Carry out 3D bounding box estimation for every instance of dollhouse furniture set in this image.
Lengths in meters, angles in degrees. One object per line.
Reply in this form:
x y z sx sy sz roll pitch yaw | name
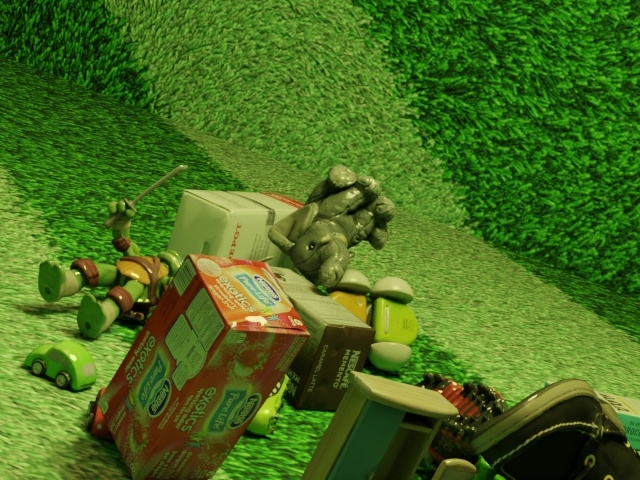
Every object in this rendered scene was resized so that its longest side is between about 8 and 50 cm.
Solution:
0.149 0.316 1.495 0.286 0.198 0.303 18 15 -39 | dollhouse furniture set

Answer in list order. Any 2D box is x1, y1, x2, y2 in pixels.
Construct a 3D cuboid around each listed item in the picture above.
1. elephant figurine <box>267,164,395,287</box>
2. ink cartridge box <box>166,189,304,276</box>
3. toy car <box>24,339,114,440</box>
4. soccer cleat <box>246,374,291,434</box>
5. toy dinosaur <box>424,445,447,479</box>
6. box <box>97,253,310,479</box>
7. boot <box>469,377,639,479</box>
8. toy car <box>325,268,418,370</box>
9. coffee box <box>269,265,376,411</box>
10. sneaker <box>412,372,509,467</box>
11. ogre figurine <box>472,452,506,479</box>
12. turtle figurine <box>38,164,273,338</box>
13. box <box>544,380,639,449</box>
0.000 0.000 2.307 0.169 0.186 0.239 31 55 13 | elephant figurine
-0.139 0.023 2.431 0.114 0.197 0.273 24 13 30 | ink cartridge box
-0.288 0.180 1.857 0.225 0.053 0.239 23 13 20 | toy car
-0.086 0.218 1.976 0.072 0.060 0.179 17 15 2 | soccer cleat
0.153 0.292 1.967 0.047 0.090 0.082 -2 64 -50 | toy dinosaur
-0.141 0.153 1.660 0.123 0.257 0.128 8 37 -40 | box
0.323 0.317 1.609 0.284 0.138 0.377 62 14 24 | boot
0.071 0.144 2.399 0.182 0.159 0.136 11 -25 -19 | toy car
-0.039 0.147 2.169 0.098 0.141 0.246 10 16 -36 | coffee box
0.207 0.267 1.978 0.135 0.098 0.276 58 -16 -12 | sneaker
0.204 0.335 1.737 0.097 0.118 0.197 16 13 -28 | ogre figurine
-0.277 0.023 2.153 0.275 0.198 0.266 -25 1 40 | turtle figurine
0.501 0.307 2.428 0.244 0.060 0.100 14 13 -20 | box
